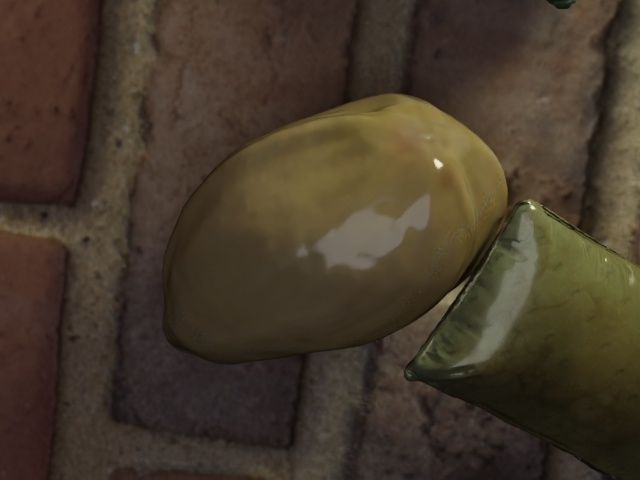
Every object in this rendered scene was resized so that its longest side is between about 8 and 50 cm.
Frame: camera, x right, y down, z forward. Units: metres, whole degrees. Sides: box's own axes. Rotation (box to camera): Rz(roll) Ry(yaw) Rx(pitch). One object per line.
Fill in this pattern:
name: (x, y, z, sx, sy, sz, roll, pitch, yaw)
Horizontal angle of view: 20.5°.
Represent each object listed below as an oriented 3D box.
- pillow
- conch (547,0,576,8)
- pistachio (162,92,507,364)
pillow: (0.240, 0.106, 1.501, 0.302, 0.075, 0.185, 29, 100, -19)
conch: (0.191, -0.290, 1.454, 0.196, 0.134, 0.202, 22, 110, 44)
pistachio: (0.000, 0.000, 1.487, 0.331, 0.208, 0.226, -28, 134, 19)
